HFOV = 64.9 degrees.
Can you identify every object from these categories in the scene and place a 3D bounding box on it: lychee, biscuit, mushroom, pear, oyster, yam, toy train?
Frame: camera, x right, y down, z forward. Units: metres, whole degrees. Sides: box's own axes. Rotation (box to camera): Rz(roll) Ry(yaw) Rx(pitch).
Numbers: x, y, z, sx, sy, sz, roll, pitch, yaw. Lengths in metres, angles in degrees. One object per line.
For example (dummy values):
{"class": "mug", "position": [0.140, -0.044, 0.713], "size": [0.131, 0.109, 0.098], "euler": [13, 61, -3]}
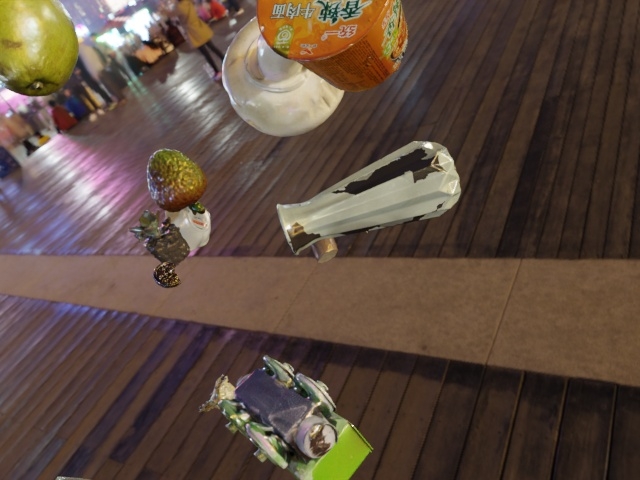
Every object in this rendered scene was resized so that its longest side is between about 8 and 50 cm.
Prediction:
{"class": "lychee", "position": [-0.276, -0.109, 0.978], "size": [0.114, 0.146, 0.114], "euler": [-27, 20, 11]}
{"class": "biscuit", "position": [-0.455, 0.103, 1.504], "size": [0.089, 0.027, 0.087], "euler": [16, 52, 1]}
{"class": "mushroom", "position": [-0.069, -0.435, 1.256], "size": [0.356, 0.315, 0.315], "euler": [-31, 24, 41]}
{"class": "pear", "position": [-0.593, -0.404, 0.992], "size": [0.212, 0.212, 0.269], "euler": [-31, 74, 1]}
{"class": "oyster", "position": [-0.305, 0.470, 1.525], "size": [0.133, 0.072, 0.209], "euler": [-54, 1, -41]}
{"class": "yam", "position": [0.003, -0.001, 1.562], "size": [0.084, 0.084, 0.127], "euler": [-28, 63, 5]}
{"class": "toy train", "position": [-0.052, 0.375, 1.000], "size": [0.173, 0.248, 0.307], "euler": [-45, 24, -22]}

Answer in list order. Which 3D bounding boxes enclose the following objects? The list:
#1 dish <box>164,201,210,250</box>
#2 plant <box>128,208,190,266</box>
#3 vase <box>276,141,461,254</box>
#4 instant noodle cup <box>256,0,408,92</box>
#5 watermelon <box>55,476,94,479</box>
{"class": "dish", "position": [-0.477, -0.077, 1.895], "size": [0.081, 0.229, 0.229], "euler": [-18, 33, 30]}
{"class": "plant", "position": [-0.545, -0.007, 1.725], "size": [0.142, 0.203, 0.131], "euler": [-31, 34, -6]}
{"class": "vase", "position": [0.097, -0.084, 1.042], "size": [0.360, 0.165, 0.165], "euler": [-19, 32, 2]}
{"class": "instant noodle cup", "position": [0.039, -0.361, 0.827], "size": [0.230, 0.182, 0.230], "euler": [-5, 78, 25]}
{"class": "watermelon", "position": [-0.364, 0.522, 0.871], "size": [0.226, 0.148, 0.318], "euler": [-58, 44, 12]}
